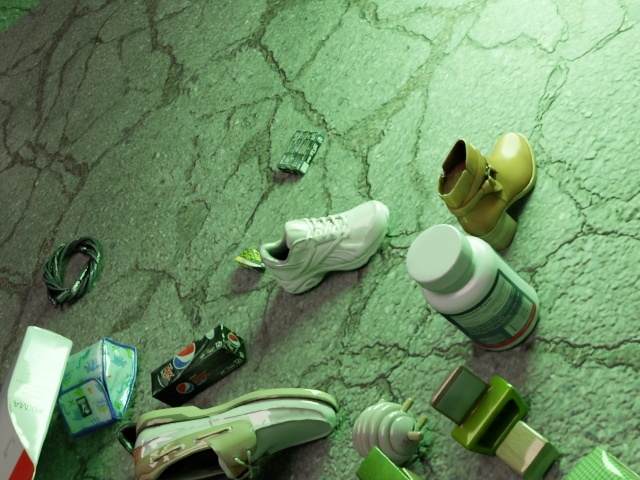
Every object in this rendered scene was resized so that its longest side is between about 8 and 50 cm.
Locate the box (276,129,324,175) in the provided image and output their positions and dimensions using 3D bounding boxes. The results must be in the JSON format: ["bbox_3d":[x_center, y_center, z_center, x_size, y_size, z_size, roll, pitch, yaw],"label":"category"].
[{"bbox_3d":[-0.037,-0.162,1.711,0.067,0.018,0.083,12,70,49],"label":"box"}]

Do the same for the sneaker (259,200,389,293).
[{"bbox_3d":[0.000,0.000,1.472,0.232,0.115,0.090,-33,43,23],"label":"sneaker"}]

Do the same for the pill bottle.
[{"bbox_3d":[0.191,0.057,1.188,0.108,0.180,0.108,-26,45,29],"label":"pill bottle"}]

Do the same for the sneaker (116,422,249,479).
[{"bbox_3d":[-0.218,0.345,1.432,0.267,0.106,0.101,8,65,46],"label":"sneaker"}]

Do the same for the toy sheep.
[{"bbox_3d":[0.090,0.251,1.216,0.132,0.091,0.091,-23,44,57],"label":"toy sheep"}]

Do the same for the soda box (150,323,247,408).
[{"bbox_3d":[-0.205,0.211,1.557,0.169,0.060,0.053,-35,41,20],"label":"soda box"}]

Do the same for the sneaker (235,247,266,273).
[{"bbox_3d":[-0.119,0.032,1.633,0.083,0.031,0.035,18,74,50],"label":"sneaker"}]

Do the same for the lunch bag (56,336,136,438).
[{"bbox_3d":[-0.406,0.270,1.689,0.128,0.096,0.151,-27,55,32],"label":"lunch bag"}]

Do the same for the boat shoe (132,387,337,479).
[{"bbox_3d":[-0.120,0.290,1.331,0.302,0.113,0.103,-13,47,11],"label":"boat shoe"}]

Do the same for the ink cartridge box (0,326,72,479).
[{"bbox_3d":[-0.553,0.388,1.617,0.308,0.091,0.385,-53,22,42],"label":"ink cartridge box"}]

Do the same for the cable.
[{"bbox_3d":[-0.539,0.053,2.019,0.150,0.047,0.184,-40,40,15],"label":"cable"}]

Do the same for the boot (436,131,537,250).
[{"bbox_3d":[0.229,-0.100,1.293,0.073,0.152,0.197,-11,54,40],"label":"boot"}]

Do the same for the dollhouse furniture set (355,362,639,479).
[{"bbox_3d":[0.218,0.282,1.011,0.198,0.151,0.301,-53,39,-1],"label":"dollhouse furniture set"}]
